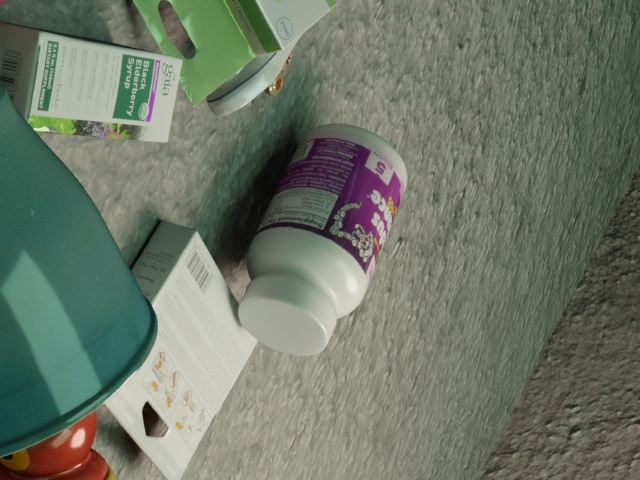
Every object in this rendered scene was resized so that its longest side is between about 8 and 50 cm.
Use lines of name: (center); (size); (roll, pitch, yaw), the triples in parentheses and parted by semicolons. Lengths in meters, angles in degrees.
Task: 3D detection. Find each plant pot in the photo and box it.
plant pot: (-0.309, 0.010, 1.073); (0.271, 0.272, 0.255); (-46, 127, -44)

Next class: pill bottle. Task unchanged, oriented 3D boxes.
pill bottle: (0.000, 0.000, 1.710); (0.169, 0.169, 0.301); (73, 32, -48)

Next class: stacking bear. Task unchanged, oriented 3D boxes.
stacking bear: (-0.290, 0.286, 1.367); (0.164, 0.175, 0.289); (-27, 120, -54)

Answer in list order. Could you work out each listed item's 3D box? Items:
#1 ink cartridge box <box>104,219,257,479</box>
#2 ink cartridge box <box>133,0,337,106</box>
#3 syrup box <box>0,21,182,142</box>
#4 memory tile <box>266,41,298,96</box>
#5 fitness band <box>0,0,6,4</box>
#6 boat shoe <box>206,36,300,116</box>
ink cartridge box: (-0.189, 0.148, 1.588); (0.239, 0.060, 0.275); (-60, 152, -24)
ink cartridge box: (-0.097, -0.285, 1.444); (0.235, 0.056, 0.171); (-47, 118, -39)
syrup box: (-0.244, -0.157, 1.265); (0.237, 0.096, 0.093); (-2, 106, -62)
memory tile: (-0.057, -0.270, 1.666); (0.113, 0.012, 0.148); (31, 77, -63)
fitness band: (-0.304, -0.313, 1.106); (0.291, 0.054, 0.209); (-50, 145, -42)
boat shoe: (-0.078, -0.264, 1.565); (0.084, 0.095, 0.258); (48, 55, -28)
